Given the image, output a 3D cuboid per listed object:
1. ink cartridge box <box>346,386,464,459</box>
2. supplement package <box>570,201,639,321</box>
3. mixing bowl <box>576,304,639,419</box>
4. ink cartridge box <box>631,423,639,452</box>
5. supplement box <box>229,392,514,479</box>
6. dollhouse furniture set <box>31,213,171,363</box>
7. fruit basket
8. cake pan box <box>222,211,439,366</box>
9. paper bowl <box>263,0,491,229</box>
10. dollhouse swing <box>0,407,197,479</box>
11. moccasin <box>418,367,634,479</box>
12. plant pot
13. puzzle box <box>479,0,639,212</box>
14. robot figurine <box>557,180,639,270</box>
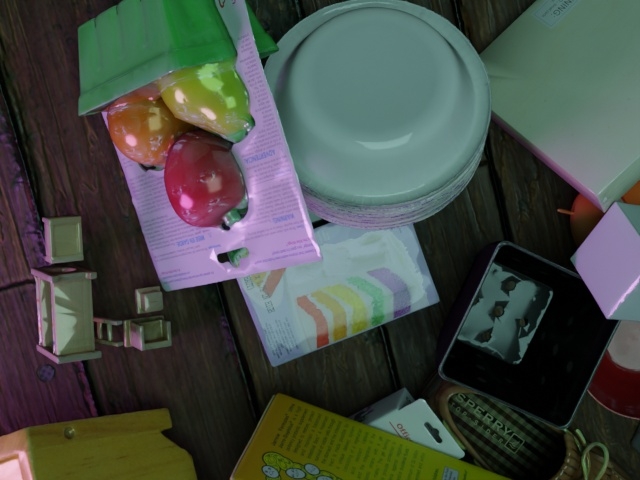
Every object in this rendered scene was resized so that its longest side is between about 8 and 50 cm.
[{"bbox_3d":[0.095,0.271,1.451,0.181,0.061,0.104,-32,102,25],"label":"ink cartridge box"},{"bbox_3d":[0.422,0.032,1.337,0.179,0.105,0.105,7,132,-30],"label":"supplement package"},{"bbox_3d":[0.436,0.143,1.477,0.181,0.098,0.181,1,98,10],"label":"mixing bowl"},{"bbox_3d":[0.582,0.266,1.434,0.198,0.270,0.197,25,96,-9],"label":"ink cartridge box"},{"bbox_3d":[0.059,0.373,1.360,0.357,0.195,0.194,19,117,6],"label":"supplement box"},{"bbox_3d":[-0.285,0.051,1.415,0.161,0.101,0.182,-6,99,-31],"label":"dollhouse furniture set"},{"bbox_3d":[-0.144,-0.126,1.299,0.165,0.327,0.353,-28,100,-41],"label":"fruit basket"},{"bbox_3d":[0.000,0.000,1.435,0.246,0.070,0.267,-20,98,-5],"label":"cake pan box"},{"bbox_3d":[0.065,-0.166,1.323,0.284,0.148,0.284,-1,71,2],"label":"paper bowl"},{"bbox_3d":[-0.350,0.434,1.384,0.305,0.315,0.346,-28,72,38],"label":"dollhouse swing"},{"bbox_3d":[0.305,0.299,1.469,0.380,0.147,0.139,43,92,-10],"label":"moccasin"},{"bbox_3d":[0.256,0.107,1.428,0.187,0.167,0.188,24,95,-10],"label":"plant pot"},{"bbox_3d":[0.405,-0.260,1.365,0.409,0.272,0.052,-43,145,1],"label":"puzzle box"},{"bbox_3d":[0.429,-0.034,1.449,0.219,0.128,0.158,-18,139,-4],"label":"robot figurine"}]
